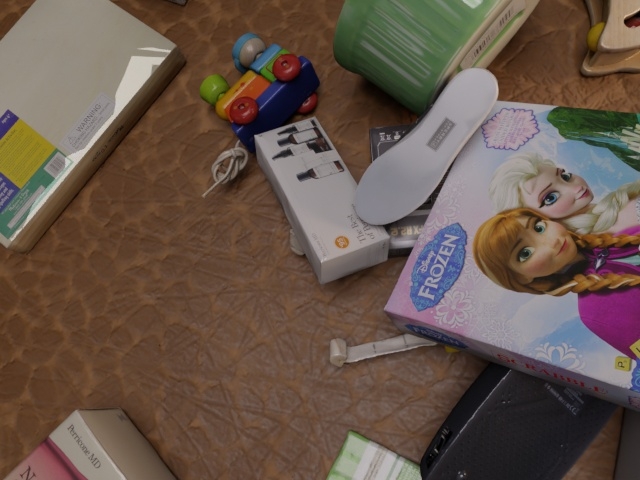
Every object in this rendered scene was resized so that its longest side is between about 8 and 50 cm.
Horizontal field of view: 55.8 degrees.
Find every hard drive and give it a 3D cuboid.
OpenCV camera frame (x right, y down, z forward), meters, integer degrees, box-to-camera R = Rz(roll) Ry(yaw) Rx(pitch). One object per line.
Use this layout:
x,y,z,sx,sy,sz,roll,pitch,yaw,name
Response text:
0.242,0.214,0.717,0.172,0.054,0.255,41,89,-22,hard drive

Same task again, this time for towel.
0.081,0.329,0.775,0.152,0.023,0.113,25,79,16,towel

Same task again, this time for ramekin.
0.171,-0.308,0.786,0.148,0.303,0.303,43,85,9,ramekin

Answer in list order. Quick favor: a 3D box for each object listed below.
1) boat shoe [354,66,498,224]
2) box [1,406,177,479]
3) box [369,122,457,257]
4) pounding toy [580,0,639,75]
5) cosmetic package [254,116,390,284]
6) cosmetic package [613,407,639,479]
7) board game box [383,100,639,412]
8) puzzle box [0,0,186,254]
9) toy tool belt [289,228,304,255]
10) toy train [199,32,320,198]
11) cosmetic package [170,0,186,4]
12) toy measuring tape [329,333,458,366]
0.129,-0.114,0.750,0.080,0.076,0.228,37,100,5,boat shoe
-0.326,0.349,0.775,0.232,0.127,0.148,-45,73,-4,box
0.189,-0.077,0.843,0.231,0.056,0.183,-6,75,7,box
0.430,-0.377,0.831,0.154,0.155,0.269,16,79,8,pounding toy
-0.004,-0.062,0.824,0.099,0.060,0.239,-21,57,-12,cosmetic package
0.483,0.193,0.672,0.230,0.161,0.453,14,78,12,cosmetic package
0.277,-0.004,0.665,0.318,0.066,0.319,14,66,34,board game box
-0.447,-0.215,0.979,0.272,0.052,0.409,36,84,15,puzzle box
0.000,0.000,0.853,0.083,0.052,0.051,25,42,20,toy tool belt
-0.132,-0.194,0.905,0.248,0.105,0.143,-46,64,-4,toy train
-0.295,-0.546,0.994,0.224,0.138,0.225,21,84,13,cosmetic package
0.163,0.081,0.771,0.330,0.121,0.121,-12,74,5,toy measuring tape
